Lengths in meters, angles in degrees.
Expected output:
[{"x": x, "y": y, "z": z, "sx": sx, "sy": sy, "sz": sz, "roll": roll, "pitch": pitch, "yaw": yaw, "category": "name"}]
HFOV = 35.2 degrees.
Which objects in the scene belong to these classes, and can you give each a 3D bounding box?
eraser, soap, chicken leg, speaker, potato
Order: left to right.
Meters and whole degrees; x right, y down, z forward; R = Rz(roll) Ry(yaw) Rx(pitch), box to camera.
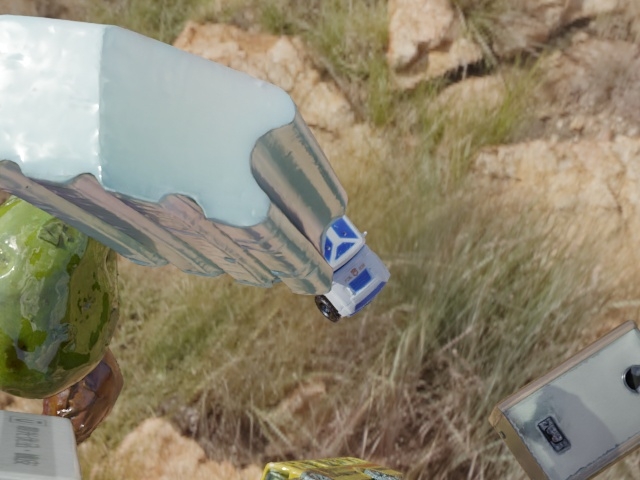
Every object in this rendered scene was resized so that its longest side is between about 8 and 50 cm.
[{"x": -0.242, "y": 0.190, "z": 0.815, "sx": 0.089, "sy": 0.352, "sz": 0.061, "roll": 9, "pitch": 89, "yaw": -17, "category": "eraser"}, {"x": -0.321, "y": 0.057, "z": 1.177, "sx": 0.149, "sy": 0.186, "sz": 0.253, "roll": 7, "pitch": 70, "yaw": 31, "category": "potato"}, {"x": -0.343, "y": 0.266, "z": 1.360, "sx": 0.093, "sy": 0.304, "sz": 0.113, "roll": 27, "pitch": 19, "yaw": 10, "category": "chicken leg"}, {"x": -0.089, "y": -0.042, "z": 0.665, "sx": 0.173, "sy": 0.289, "sz": 0.095, "roll": 9, "pitch": 79, "yaw": 12, "category": "soap"}, {"x": 0.380, "y": 0.246, "z": 1.438, "sx": 0.231, "sy": 0.192, "sz": 0.153, "roll": -31, "pitch": 73, "yaw": -6, "category": "speaker"}]

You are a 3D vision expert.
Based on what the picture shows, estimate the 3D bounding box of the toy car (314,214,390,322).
[{"x": 0.000, "y": 0.000, "z": 1.062, "sx": 0.080, "sy": 0.070, "sz": 0.170, "roll": -40, "pitch": 94, "yaw": -22, "category": "toy car"}]

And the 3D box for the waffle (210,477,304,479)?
[{"x": -0.101, "y": 0.235, "z": 0.837, "sx": 0.192, "sy": 0.160, "sz": 0.046, "roll": -16, "pitch": 97, "yaw": -2, "category": "waffle"}]

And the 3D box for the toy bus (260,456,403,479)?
[{"x": 0.004, "y": 0.324, "z": 1.208, "sx": 0.123, "sy": 0.335, "sz": 0.121, "roll": 18, "pitch": 87, "yaw": 24, "category": "toy bus"}]
